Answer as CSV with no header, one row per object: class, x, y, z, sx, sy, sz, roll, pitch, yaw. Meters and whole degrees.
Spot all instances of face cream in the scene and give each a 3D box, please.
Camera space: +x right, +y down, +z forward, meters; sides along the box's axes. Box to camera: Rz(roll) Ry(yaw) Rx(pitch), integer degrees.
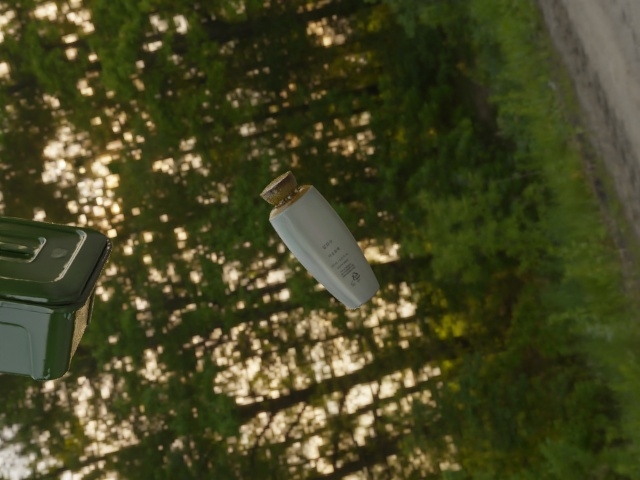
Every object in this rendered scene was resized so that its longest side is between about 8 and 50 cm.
face cream,0.000,0.000,1.059,0.182,0.072,0.051,52,170,-11

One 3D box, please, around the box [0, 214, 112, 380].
box,-0.503,0.081,1.349,0.253,0.329,0.178,-87,6,-65
